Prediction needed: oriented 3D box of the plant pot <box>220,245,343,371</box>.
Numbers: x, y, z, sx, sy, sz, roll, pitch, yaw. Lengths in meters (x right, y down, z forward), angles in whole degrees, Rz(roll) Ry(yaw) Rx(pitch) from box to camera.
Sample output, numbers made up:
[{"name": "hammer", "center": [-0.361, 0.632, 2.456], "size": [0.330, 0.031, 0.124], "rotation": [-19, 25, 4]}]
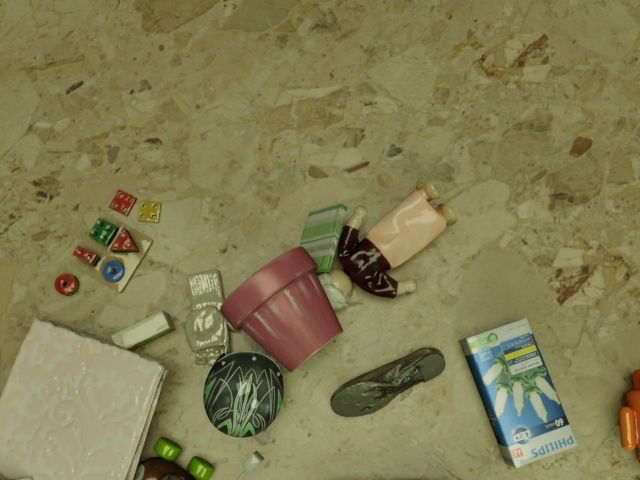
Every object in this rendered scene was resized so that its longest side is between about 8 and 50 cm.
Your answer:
[{"name": "plant pot", "center": [-0.060, 0.141, 1.264], "size": [0.201, 0.201, 0.180], "rotation": [-37, 82, -7]}]

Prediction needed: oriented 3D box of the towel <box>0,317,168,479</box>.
[{"name": "towel", "center": [-0.485, 0.344, 1.301], "size": [0.331, 0.053, 0.317], "rotation": [16, 82, 20]}]

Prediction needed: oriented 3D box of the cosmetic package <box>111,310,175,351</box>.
[{"name": "cosmetic package", "center": [-0.364, 0.190, 1.369], "size": [0.115, 0.060, 0.041], "rotation": [-26, 79, -3]}]

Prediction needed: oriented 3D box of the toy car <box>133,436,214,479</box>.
[{"name": "toy car", "center": [-0.299, 0.473, 1.236], "size": [0.149, 0.188, 0.155], "rotation": [28, 79, 5]}]

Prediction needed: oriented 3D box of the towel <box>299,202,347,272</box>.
[{"name": "towel", "center": [0.000, 0.000, 1.379], "size": [0.023, 0.113, 0.152], "rotation": [30, 63, -34]}]

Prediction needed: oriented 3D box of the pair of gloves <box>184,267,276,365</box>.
[{"name": "pair of gloves", "center": [-0.165, 0.156, 1.381], "size": [0.240, 0.042, 0.204], "rotation": [-4, 77, 1]}]

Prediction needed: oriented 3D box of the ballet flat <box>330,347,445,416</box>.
[{"name": "ballet flat", "center": [0.134, 0.281, 1.344], "size": [0.249, 0.058, 0.084], "rotation": [-27, 114, 1]}]

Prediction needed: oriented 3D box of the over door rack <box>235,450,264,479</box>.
[{"name": "over door rack", "center": [-0.126, 0.578, 1.237], "size": [0.239, 0.108, 0.324], "rotation": [42, 102, 9]}]

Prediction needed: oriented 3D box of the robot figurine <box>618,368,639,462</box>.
[{"name": "robot figurine", "center": [0.666, 0.356, 1.275], "size": [0.158, 0.128, 0.220], "rotation": [7, 73, -41]}]

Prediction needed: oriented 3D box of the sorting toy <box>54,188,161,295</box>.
[{"name": "sorting toy", "center": [-0.446, 0.014, 1.417], "size": [0.132, 0.046, 0.275], "rotation": [28, 79, 7]}]

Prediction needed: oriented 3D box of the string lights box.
[{"name": "string lights box", "center": [0.389, 0.299, 1.319], "size": [0.133, 0.077, 0.260], "rotation": [-19, 78, -4]}]

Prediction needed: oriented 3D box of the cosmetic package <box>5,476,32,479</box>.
[{"name": "cosmetic package", "center": [-0.631, 0.647, 1.192], "size": [0.217, 0.156, 0.385], "rotation": [-15, 79, 22]}]

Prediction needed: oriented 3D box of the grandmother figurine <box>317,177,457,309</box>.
[{"name": "grandmother figurine", "center": [0.121, 0.030, 1.378], "size": [0.342, 0.104, 0.208], "rotation": [-37, 81, -4]}]

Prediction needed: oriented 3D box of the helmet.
[{"name": "helmet", "center": [-0.147, 0.292, 1.276], "size": [0.169, 0.161, 0.170], "rotation": [0, 89, -10]}]
